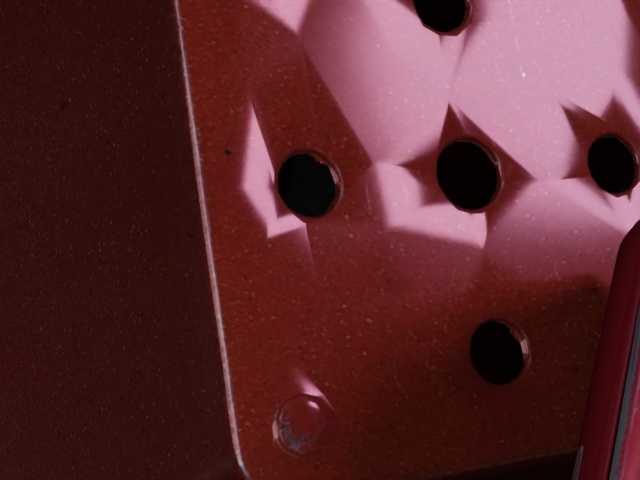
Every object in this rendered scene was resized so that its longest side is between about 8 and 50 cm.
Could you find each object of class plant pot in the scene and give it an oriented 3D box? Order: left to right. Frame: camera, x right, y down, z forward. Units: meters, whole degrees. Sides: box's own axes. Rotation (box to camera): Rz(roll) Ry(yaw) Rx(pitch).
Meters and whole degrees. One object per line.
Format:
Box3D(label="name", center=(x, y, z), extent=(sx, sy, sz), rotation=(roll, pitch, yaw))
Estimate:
Box3D(label="plant pot", center=(0.000, 0.000, 0.494), extent=(0.236, 0.267, 0.267), rotation=(-22, 74, 62))

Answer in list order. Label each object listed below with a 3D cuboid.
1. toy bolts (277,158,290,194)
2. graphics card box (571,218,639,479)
Box3D(label="toy bolts", center=(-0.077, 0.016, 0.646), extent=(0.218, 0.158, 0.228), rotation=(-3, 86, 29))
Box3D(label="graphics card box", center=(0.240, 0.145, 0.328), extent=(0.371, 0.094, 0.232), rotation=(13, 78, 4))
